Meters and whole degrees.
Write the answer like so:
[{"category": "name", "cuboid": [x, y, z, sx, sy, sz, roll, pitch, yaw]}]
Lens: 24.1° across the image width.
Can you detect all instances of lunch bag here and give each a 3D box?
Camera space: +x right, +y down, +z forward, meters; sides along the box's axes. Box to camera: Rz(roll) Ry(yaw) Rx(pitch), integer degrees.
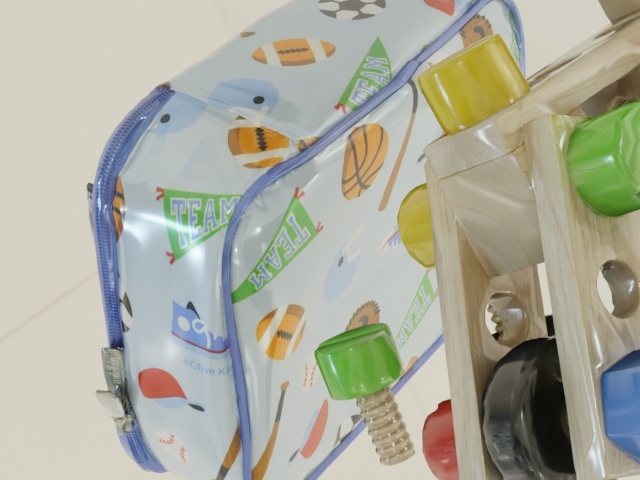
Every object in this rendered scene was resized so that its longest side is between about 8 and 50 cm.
[{"category": "lunch bag", "cuboid": [0.000, 0.000, 0.814, 0.303, 0.115, 0.243, -39, 140, -41]}]

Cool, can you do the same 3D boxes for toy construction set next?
[{"category": "toy construction set", "cuboid": [0.124, -0.051, 0.532, 0.257, 0.309, 0.237, -23, 97, -12]}]
